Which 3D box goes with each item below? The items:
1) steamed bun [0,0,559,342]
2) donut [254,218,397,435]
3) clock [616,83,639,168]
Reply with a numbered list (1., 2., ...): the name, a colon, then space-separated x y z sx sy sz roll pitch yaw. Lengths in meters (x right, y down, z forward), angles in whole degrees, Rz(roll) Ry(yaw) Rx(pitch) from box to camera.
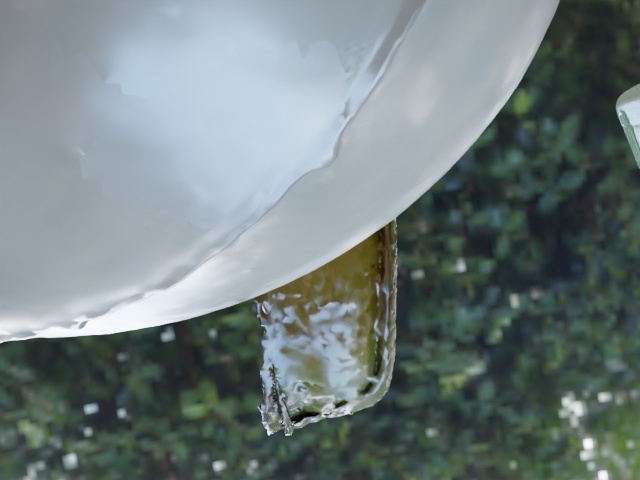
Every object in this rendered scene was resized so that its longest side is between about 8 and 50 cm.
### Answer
1. steamed bun: -0.091 -0.128 0.595 0.374 0.334 0.334 -13 -170 35
2. donut: 0.000 0.000 1.232 0.107 0.272 0.272 -3 -166 2
3. clock: 0.294 -0.102 1.084 0.211 0.066 0.159 -22 -178 -2
